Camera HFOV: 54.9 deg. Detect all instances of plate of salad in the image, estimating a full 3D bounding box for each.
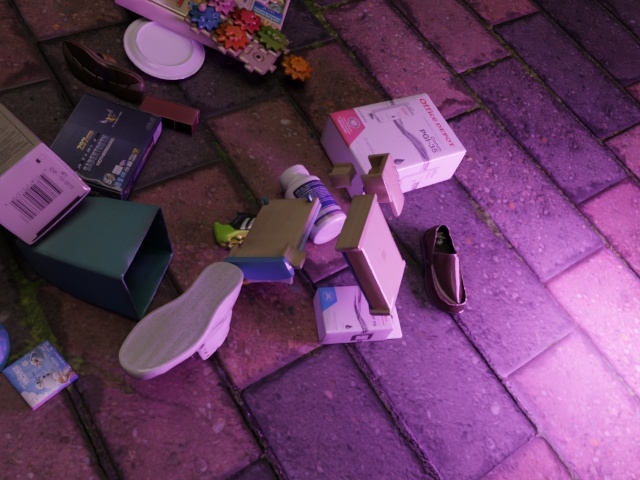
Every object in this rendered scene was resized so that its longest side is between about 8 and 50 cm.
[{"bbox_3d":[-0.393,-0.481,1.552,0.199,0.048,0.200,9,64,-19],"label":"plate of salad"}]

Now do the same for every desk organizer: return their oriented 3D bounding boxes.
[{"bbox_3d":[-0.354,-0.293,1.446,0.130,0.047,0.050,16,59,-4],"label":"desk organizer"}]

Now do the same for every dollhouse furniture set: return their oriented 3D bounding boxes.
[{"bbox_3d":[0.000,0.000,1.259,0.303,0.198,0.287,-2,45,27],"label":"dollhouse furniture set"}]

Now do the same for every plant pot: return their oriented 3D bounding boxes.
[{"bbox_3d":[-0.431,0.020,1.170,0.234,0.166,0.166,13,56,6],"label":"plant pot"}]

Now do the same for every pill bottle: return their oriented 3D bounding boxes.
[{"bbox_3d":[-0.021,-0.084,1.368,0.094,0.094,0.169,-25,68,-26],"label":"pill bottle"}]

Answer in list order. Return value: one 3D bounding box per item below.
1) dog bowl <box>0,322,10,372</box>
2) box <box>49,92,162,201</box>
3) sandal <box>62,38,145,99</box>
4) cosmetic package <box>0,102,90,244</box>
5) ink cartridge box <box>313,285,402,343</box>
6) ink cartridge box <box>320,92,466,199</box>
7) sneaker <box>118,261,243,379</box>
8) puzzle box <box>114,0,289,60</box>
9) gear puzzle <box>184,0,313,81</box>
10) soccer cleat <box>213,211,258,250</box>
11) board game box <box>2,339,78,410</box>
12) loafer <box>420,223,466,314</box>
[{"bbox_3d":[-0.678,0.218,1.032,0.166,0.074,0.297,43,59,13],"label":"dog bowl"},{"bbox_3d":[-0.475,-0.202,1.351,0.183,0.059,0.233,18,57,-1],"label":"box"},{"bbox_3d":[-0.507,-0.407,1.458,0.219,0.090,0.060,23,40,2],"label":"sandal"},{"bbox_3d":[-0.569,-0.131,1.146,0.153,0.129,0.296,-46,45,-10],"label":"cosmetic package"},{"bbox_3d":[0.083,0.150,1.269,0.180,0.060,0.104,-2,58,-15],"label":"ink cartridge box"},{"bbox_3d":[0.173,-0.227,1.491,0.282,0.117,0.207,-18,64,-23],"label":"ink cartridge box"},{"bbox_3d":[-0.240,0.181,1.099,0.108,0.169,0.292,29,40,14],"label":"sneaker"},{"bbox_3d":[-0.295,-0.631,1.617,0.408,0.052,0.272,21,56,-15],"label":"puzzle box"},{"bbox_3d":[-0.165,-0.507,1.552,0.338,0.044,0.176,34,54,-6],"label":"gear puzzle"},{"bbox_3d":[-0.143,-0.035,1.331,0.178,0.060,0.072,-15,62,-19],"label":"soccer cleat"},{"bbox_3d":[-0.498,0.238,1.096,0.090,0.020,0.090,43,60,13],"label":"board game box"},{"bbox_3d":[0.272,0.057,1.362,0.080,0.078,0.220,-3,60,-16],"label":"loafer"}]
